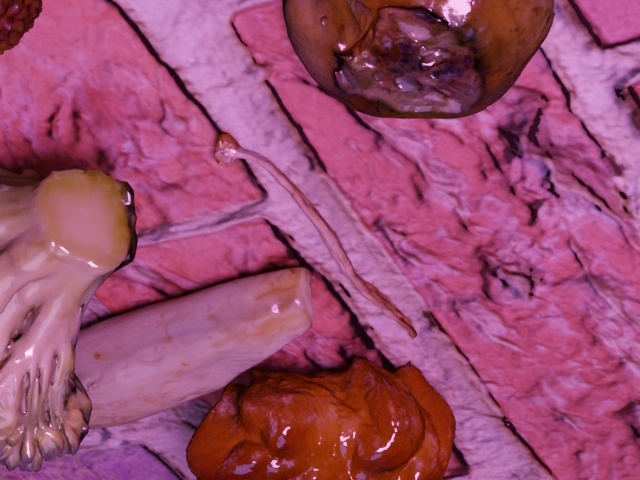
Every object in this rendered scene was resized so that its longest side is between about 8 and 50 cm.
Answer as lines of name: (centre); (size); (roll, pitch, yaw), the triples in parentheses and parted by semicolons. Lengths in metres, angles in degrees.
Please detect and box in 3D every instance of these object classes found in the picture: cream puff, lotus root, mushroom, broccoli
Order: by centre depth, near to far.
lotus root: (0.066, -0.145, 1.428); (0.204, 0.078, 0.183); (3, 138, 10)
broccoli: (-0.259, 0.029, 1.558); (0.288, 0.248, 0.245); (35, 140, -26)
mushroom: (0.005, 0.000, 1.650); (0.028, 0.026, 0.286); (-8, 141, 43)
mushroom: (-0.144, 0.103, 1.749); (0.333, 0.087, 0.107); (-17, 142, 23)
cream puff: (0.007, 0.213, 1.770); (0.241, 0.155, 0.269); (-10, 143, -1)

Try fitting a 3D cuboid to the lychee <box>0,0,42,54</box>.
lychee: (-0.265, -0.198, 1.376); (0.171, 0.171, 0.171); (5, 139, 5)
